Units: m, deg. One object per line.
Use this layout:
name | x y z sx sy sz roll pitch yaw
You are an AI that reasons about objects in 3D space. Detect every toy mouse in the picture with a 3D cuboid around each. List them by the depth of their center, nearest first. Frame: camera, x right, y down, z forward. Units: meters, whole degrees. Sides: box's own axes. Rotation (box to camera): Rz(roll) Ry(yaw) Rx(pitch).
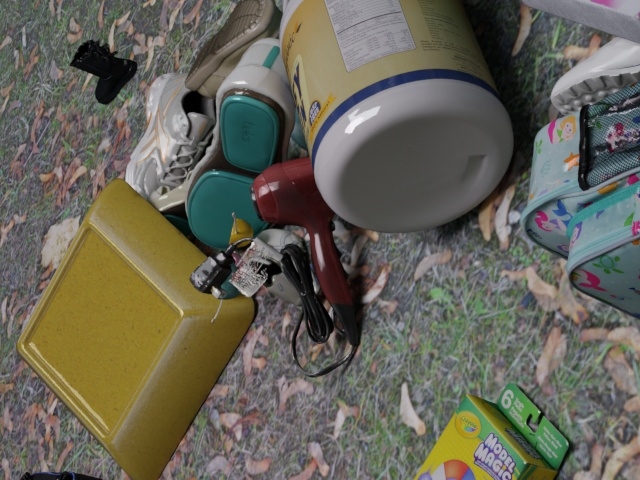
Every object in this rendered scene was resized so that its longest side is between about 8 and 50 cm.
toy mouse | -0.116 0.043 1.921 0.161 0.031 0.143 113 169 -84

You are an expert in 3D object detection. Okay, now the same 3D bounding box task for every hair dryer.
hair dryer | 0.000 0.000 1.791 0.294 0.223 0.080 -55 -2 4

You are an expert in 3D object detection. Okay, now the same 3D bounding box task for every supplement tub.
supplement tub | 0.077 -0.192 1.666 0.228 0.228 0.316 -45 43 33

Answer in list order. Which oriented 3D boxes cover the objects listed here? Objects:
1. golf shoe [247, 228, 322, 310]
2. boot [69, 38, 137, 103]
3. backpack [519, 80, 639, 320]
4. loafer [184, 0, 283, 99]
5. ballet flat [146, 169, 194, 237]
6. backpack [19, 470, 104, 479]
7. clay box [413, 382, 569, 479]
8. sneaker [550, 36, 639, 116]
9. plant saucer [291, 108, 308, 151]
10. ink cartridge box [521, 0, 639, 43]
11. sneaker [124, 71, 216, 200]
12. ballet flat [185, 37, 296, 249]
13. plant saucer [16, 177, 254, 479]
golf shoe | -0.062 0.026 1.889 0.069 0.086 0.176 -64 33 13
boot | -0.387 -0.293 2.492 0.121 0.099 0.045 -38 44 39
backpack | 0.308 -0.033 1.279 0.253 0.225 0.191 -14 57 55
loafer | -0.108 -0.272 2.069 0.268 0.092 0.102 -27 39 62
ballet flat | -0.200 -0.056 2.109 0.248 0.086 0.086 -27 51 25
backpack | -0.376 0.430 2.097 0.158 0.116 0.173 -13 63 51
clay box | 0.157 0.262 1.491 0.222 0.053 0.127 -62 35 14
sneaker | 0.336 -0.188 1.450 0.235 0.090 0.095 -22 49 39
plant saucer | 0.029 -0.273 1.951 0.317 0.043 0.318 -30 50 43
ink cartridge box | 0.374 -0.343 1.409 0.324 0.071 0.330 -53 34 -2
sneaker | -0.218 -0.143 2.188 0.121 0.099 0.263 -10 68 46
ballet flat | -0.090 -0.125 1.901 0.400 0.139 0.139 111 160 -60
plant saucer | -0.292 0.129 2.052 0.333 0.081 0.333 41 108 29
